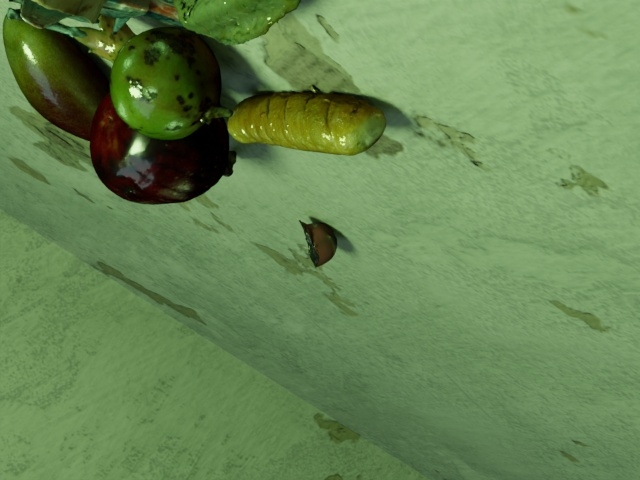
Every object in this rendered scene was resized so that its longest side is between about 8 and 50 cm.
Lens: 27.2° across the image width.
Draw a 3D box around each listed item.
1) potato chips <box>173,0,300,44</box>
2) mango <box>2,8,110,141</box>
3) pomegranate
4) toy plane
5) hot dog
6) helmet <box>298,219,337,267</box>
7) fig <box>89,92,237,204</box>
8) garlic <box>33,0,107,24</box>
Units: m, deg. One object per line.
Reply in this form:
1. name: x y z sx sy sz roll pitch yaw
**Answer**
1. potato chips: -0.159 -0.348 1.329 0.358 0.070 0.429 38 162 -19
2. mango: -0.388 -0.236 1.988 0.133 0.111 0.267 29 163 50
3. pomegranate: -0.212 -0.228 1.691 0.220 0.156 0.156 62 164 5
4. toy plane: -0.273 -0.298 1.550 0.326 0.223 0.104 24 133 -39
5. hot dog: -0.027 -0.148 1.665 0.286 0.088 0.061 4 144 51
6. helmet: 0.001 -0.002 2.108 0.065 0.049 0.084 -116 9 -59
7. fig: -0.198 -0.124 1.880 0.249 0.186 0.204 31 147 -30
8. garlic: -0.270 -0.315 1.276 0.178 0.143 0.229 45 -150 15
